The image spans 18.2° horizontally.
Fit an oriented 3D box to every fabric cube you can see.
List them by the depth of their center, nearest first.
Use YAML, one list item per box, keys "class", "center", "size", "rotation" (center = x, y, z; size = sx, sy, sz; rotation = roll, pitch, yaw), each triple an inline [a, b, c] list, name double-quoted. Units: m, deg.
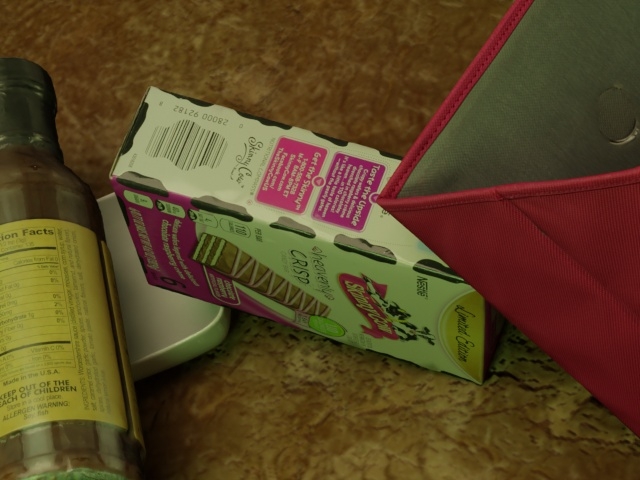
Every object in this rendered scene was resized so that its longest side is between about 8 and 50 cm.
- class: "fabric cube"
  center: [0.241, -0.039, 1.052]
  size: [0.254, 0.258, 0.259]
  rotation: [-53, 20, -19]

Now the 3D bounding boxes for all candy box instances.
- class: "candy box"
  center: [0.000, 0.000, 1.221]
  size: [0.233, 0.159, 0.071]
  rotation: [15, 67, 12]

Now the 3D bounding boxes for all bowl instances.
- class: "bowl"
  center: [-0.126, 0.036, 1.355]
  size: [0.142, 0.053, 0.142]
  rotation: [-22, 55, 9]

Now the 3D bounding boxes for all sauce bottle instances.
- class: "sauce bottle"
  center: [-0.185, 0.031, 1.285]
  size: [0.111, 0.111, 0.344]
  rotation: [-21, 52, 10]
